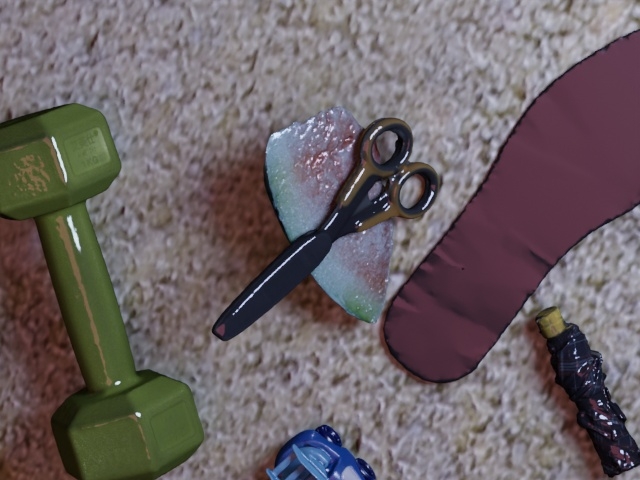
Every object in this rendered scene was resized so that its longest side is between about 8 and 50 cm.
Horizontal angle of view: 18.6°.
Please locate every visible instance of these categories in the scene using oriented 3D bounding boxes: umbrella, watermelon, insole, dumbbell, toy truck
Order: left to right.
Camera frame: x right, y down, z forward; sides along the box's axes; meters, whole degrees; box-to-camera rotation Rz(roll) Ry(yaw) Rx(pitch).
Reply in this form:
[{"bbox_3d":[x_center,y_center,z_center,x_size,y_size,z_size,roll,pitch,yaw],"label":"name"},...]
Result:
[{"bbox_3d":[-0.184,0.045,1.536,0.108,0.121,0.302,-8,102,41],"label":"dumbbell"},{"bbox_3d":[0.008,-0.020,1.513,0.094,0.081,0.180,-13,116,-4],"label":"watermelon"},{"bbox_3d":[0.019,0.213,1.556,0.136,0.074,0.063,44,105,-3],"label":"toy truck"},{"bbox_3d":[0.175,-0.028,1.511,0.119,0.009,0.348,39,105,1],"label":"insole"},{"bbox_3d":[0.210,0.117,1.521,0.040,0.037,0.144,-30,98,-14],"label":"umbrella"}]

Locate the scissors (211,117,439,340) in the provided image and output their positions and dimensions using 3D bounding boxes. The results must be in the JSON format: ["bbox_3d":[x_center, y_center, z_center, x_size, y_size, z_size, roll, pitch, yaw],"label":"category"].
[{"bbox_3d":[0.000,0.000,1.475,0.220,0.017,0.088,-43,122,-17],"label":"scissors"}]
